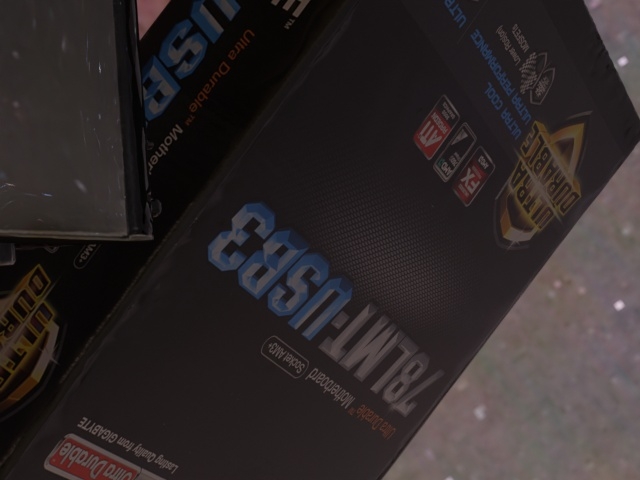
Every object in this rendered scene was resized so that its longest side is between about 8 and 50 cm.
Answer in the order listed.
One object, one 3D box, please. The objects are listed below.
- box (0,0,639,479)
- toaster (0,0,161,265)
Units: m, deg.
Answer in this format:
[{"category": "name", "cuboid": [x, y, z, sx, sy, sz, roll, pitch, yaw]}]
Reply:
[{"category": "box", "cuboid": [0.000, 0.000, 0.717, 0.073, 0.293, 0.295, 33, -6, 28]}, {"category": "toaster", "cuboid": [-0.125, -0.079, 0.436, 0.168, 0.110, 0.185, -2, -88, 52]}]
